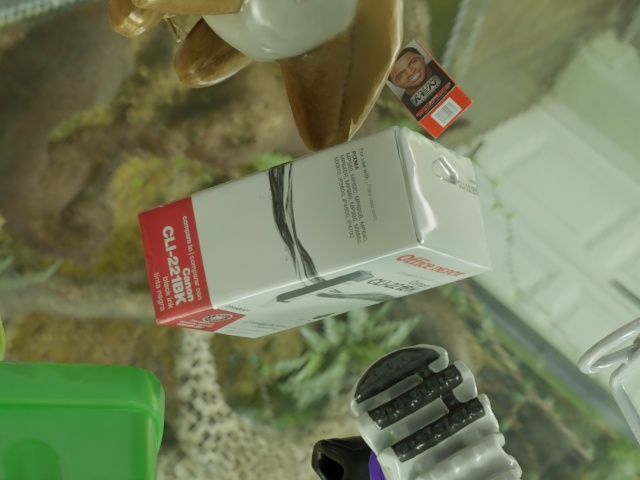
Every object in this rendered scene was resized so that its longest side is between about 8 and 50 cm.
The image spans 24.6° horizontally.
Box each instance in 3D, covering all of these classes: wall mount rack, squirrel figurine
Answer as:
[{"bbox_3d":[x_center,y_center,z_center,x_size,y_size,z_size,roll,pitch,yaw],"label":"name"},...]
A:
[{"bbox_3d":[0.413,0.073,1.274,0.350,0.130,0.304,-20,162,-24],"label":"wall mount rack"},{"bbox_3d":[-0.062,-0.345,1.510,0.281,0.370,0.397,29,96,-31],"label":"squirrel figurine"}]

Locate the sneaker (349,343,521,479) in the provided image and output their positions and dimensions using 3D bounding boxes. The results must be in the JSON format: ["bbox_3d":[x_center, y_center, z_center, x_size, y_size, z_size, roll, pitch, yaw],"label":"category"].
[{"bbox_3d":[0.117,0.215,1.033,0.110,0.292,0.118,-22,154,-9],"label":"sneaker"}]

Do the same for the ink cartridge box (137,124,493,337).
[{"bbox_3d":[0.000,0.000,1.374,0.273,0.114,0.197,-18,165,23],"label":"ink cartridge box"}]

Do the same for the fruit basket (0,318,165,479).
[{"bbox_3d":[-0.298,0.149,0.967,0.392,0.392,0.283,-25,139,-53],"label":"fruit basket"}]

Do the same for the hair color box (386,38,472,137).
[{"bbox_3d":[0.139,-0.204,1.957,0.072,0.141,0.043,-45,128,9],"label":"hair color box"}]

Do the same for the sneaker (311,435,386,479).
[{"bbox_3d":[0.016,0.297,1.244,0.102,0.146,0.293,121,-18,-54],"label":"sneaker"}]
